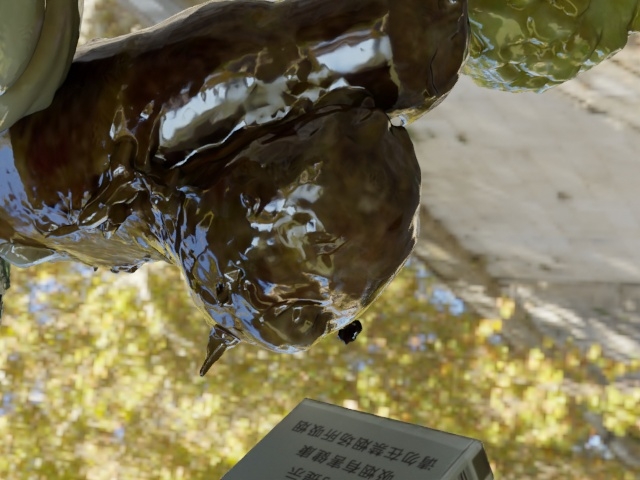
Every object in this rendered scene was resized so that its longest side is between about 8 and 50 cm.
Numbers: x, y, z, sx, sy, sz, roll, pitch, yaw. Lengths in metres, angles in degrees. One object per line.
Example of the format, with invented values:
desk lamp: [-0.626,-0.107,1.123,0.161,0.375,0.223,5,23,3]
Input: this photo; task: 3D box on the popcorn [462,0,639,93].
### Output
popcorn: [0.235,-0.299,1.402,0.237,0.293,0.293,37,-124,-29]

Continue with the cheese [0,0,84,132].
cheese: [-0.273,-0.171,0.761,0.127,0.266,0.233,-65,-29,-54]

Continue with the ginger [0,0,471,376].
ginger: [-0.094,-0.033,0.835,0.176,0.418,0.254,34,-122,-48]

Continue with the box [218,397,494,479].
box: [-0.026,0.140,0.520,0.198,0.109,0.029,-40,-58,-36]

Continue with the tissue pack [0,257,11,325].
tissue pack: [-0.456,0.004,1.267,0.146,0.264,0.198,-94,6,-53]
